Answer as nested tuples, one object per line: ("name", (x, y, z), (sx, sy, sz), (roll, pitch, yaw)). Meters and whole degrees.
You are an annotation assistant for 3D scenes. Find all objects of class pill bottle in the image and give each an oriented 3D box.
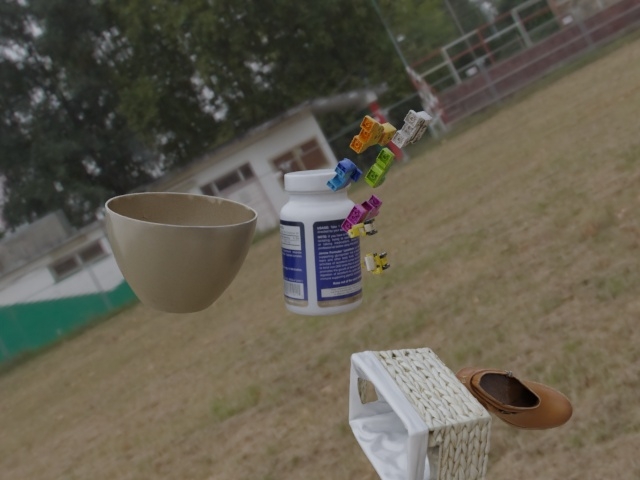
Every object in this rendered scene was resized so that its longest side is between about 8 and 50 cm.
("pill bottle", (0.000, 0.000, 1.594), (0.153, 0.265, 0.153), (-3, 10, 0))

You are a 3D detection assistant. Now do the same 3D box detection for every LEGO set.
("LEGO set", (0.090, -0.130, 1.290), (0.093, 0.087, 0.227), (-24, -28, -51))

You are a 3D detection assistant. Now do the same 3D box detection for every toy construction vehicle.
("toy construction vehicle", (0.072, 0.013, 1.284), (0.035, 0.086, 0.098), (-13, 5, 19))

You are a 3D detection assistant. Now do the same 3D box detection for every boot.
("boot", (0.284, 0.225, 1.174), (0.197, 0.073, 0.152), (11, -13, -4))

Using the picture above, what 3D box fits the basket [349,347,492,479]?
("basket", (0.109, 0.204, 0.944), (0.103, 0.113, 0.167), (-8, 26, -19))

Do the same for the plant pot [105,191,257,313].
("plant pot", (-0.271, 0.029, 1.596), (0.284, 0.191, 0.284), (6, 14, -2))
